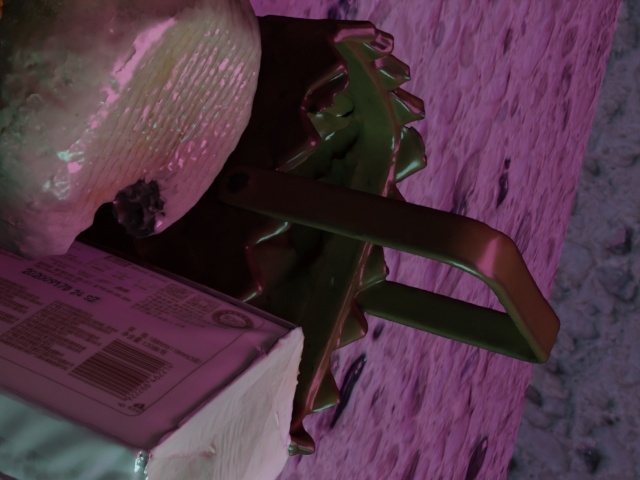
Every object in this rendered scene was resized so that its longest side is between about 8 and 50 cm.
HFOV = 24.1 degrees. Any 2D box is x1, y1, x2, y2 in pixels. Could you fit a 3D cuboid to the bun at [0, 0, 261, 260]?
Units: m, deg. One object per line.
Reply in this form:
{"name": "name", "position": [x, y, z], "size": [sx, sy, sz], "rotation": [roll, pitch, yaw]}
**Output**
{"name": "bun", "position": [-0.131, -0.085, 0.864], "size": [0.204, 0.126, 0.212], "rotation": [-52, 161, -9]}

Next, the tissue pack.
{"name": "tissue pack", "position": [-0.150, 0.088, 0.850], "size": [0.185, 0.225, 0.124], "rotation": [-34, 140, -59]}

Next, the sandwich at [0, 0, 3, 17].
{"name": "sandwich", "position": [-0.217, -0.056, 0.753], "size": [0.113, 0.079, 0.163], "rotation": [-39, 142, -55]}

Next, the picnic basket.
{"name": "picnic basket", "position": [0.000, 0.000, 1.049], "size": [0.291, 0.321, 0.254], "rotation": [-69, 157, -13]}
